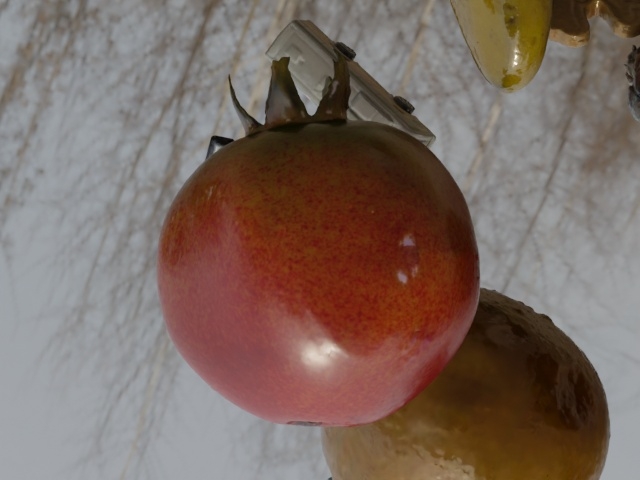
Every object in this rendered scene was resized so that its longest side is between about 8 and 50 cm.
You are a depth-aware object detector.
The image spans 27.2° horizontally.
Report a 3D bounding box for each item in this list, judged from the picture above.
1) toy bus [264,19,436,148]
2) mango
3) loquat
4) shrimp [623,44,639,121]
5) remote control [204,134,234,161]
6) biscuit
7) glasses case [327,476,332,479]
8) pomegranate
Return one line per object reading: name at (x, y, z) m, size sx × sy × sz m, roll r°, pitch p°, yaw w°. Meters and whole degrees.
toy bus at (0.042, -0.210, 1.912) m, size 0.268 × 0.092 × 0.106 m, roll 45°, pitch -162°, yaw 12°
mango at (0.189, -0.251, 1.376) m, size 0.098 × 0.195 × 0.137 m, roll -11°, pitch -177°, yaw -16°
loquat at (0.156, 0.206, 1.460) m, size 0.328 × 0.328 × 0.328 m, roll 20°, pitch -159°, yaw -8°
shrimp at (0.392, -0.202, 1.557) m, size 0.079 × 0.090 × 0.233 m, roll -7°, pitch -146°, yaw 9°
remote control at (-0.155, -0.110, 1.972) m, size 0.039 × 0.096 × 0.014 m, roll 10°, pitch -155°, yaw -17°
biscuit at (0.323, -0.323, 1.665) m, size 0.144 × 0.040 × 0.236 m, roll -6°, pitch -136°, yaw -9°
glasses case at (0.047, 0.504, 2.056) m, size 0.056 × 0.105 × 0.266 m, roll 4°, pitch -123°, yaw -20°
pomegranate at (0.000, 0.000, 0.902) m, size 0.221 × 0.257 × 0.221 m, roll -7°, pitch 179°, yaw 0°
